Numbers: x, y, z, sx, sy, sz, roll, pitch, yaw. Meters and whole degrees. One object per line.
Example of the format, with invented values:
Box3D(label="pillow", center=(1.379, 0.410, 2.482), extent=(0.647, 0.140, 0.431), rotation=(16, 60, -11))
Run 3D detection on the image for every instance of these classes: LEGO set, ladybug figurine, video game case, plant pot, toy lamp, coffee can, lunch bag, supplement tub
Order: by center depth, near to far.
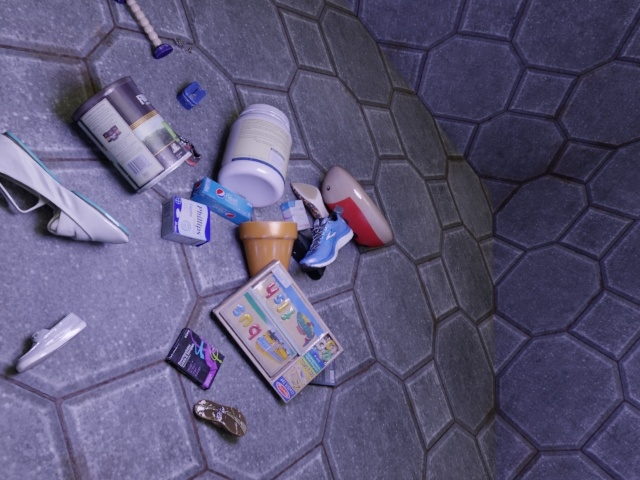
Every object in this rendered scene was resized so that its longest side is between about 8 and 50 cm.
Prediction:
Box3D(label="coffee can", center=(-0.543, -0.302, 1.427), extent=(0.275, 0.201, 0.201), rotation=(53, 40, -19))
Box3D(label="toy lamp", center=(-0.612, -0.759, 1.665), extent=(0.275, 0.080, 0.080), rotation=(58, 39, -13))
Box3D(label="plant pot", center=(-0.181, 0.032, 1.718), extent=(0.205, 0.205, 0.188), rotation=(2, 87, -50))
Box3D(label="lunch bag", center=(-0.458, -0.516, 1.740), extent=(0.067, 0.065, 0.098), rotation=(47, 42, -24))
Box3D(label="supplement tub", center=(-0.229, -0.308, 1.775), extent=(0.235, 0.235, 0.325), rotation=(33, 50, -36))
Box3D(label="video game case", center=(-0.045, 0.430, 1.811), extent=(0.274, 0.026, 0.196), rotation=(21, 57, -42))
Box3D(label="LEGO set", center=(-0.513, -0.724, 1.816), extent=(0.083, 0.023, 0.054), rotation=(49, 42, -43))
Box3D(label="ladybug figurine", center=(0.152, -0.125, 2.151), extent=(0.449, 0.162, 0.305), rotation=(50, 2, -21))

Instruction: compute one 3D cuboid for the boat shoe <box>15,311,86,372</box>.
Box3D(label="boat shoe", center=(-0.645, 0.235, 1.161), extent=(0.063, 0.066, 0.184), rotation=(48, 43, -3))

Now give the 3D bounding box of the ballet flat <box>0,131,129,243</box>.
Box3D(label="ballet flat", center=(-0.681, -0.094, 1.242), extent=(0.400, 0.139, 0.139), rotation=(45, 43, -21))

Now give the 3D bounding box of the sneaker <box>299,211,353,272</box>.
Box3D(label="sneaker", center=(0.000, 0.000, 1.852), extent=(0.147, 0.129, 0.330), rotation=(59, 38, -17))

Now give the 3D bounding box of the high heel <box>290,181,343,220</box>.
Box3D(label="high heel", center=(-0.035, -0.127, 2.073), extent=(0.261, 0.186, 0.093), rotation=(34, 52, 11))

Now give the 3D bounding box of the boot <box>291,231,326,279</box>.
Box3D(label="boot", center=(-0.028, 0.008, 1.974), extent=(0.246, 0.094, 0.207), rotation=(56, 43, -26))

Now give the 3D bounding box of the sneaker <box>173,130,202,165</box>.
Box3D(label="sneaker", center=(-0.459, -0.326, 1.647), extent=(0.158, 0.065, 0.061), rotation=(44, 44, -28))

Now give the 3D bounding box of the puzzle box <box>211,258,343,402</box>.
Box3D(label="puzzle box", center=(-0.135, 0.303, 1.634), extent=(0.272, 0.052, 0.409), rotation=(-40, 107, -16))

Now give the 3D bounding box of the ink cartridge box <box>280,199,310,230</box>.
Box3D(label="ink cartridge box", center=(-0.100, -0.095, 1.975), extent=(0.088, 0.052, 0.122), rotation=(-11, 80, -51))

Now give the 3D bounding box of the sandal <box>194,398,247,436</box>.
Box3D(label="sandal", center=(-0.297, 0.525, 1.452), extent=(0.180, 0.049, 0.072), rotation=(31, 44, -19))

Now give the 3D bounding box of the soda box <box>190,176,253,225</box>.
Box3D(label="soda box", center=(-0.338, -0.133, 1.694), extent=(0.210, 0.071, 0.067), rotation=(32, 50, -37))

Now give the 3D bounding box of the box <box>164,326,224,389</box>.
Box3D(label="box", center=(-0.370, 0.351, 1.457), extent=(0.162, 0.029, 0.116), rotation=(45, 43, -25))

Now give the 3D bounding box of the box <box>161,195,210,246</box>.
Box3D(label="box", center=(-0.424, -0.059, 1.555), extent=(0.137, 0.072, 0.126), rotation=(17, 61, -46))
